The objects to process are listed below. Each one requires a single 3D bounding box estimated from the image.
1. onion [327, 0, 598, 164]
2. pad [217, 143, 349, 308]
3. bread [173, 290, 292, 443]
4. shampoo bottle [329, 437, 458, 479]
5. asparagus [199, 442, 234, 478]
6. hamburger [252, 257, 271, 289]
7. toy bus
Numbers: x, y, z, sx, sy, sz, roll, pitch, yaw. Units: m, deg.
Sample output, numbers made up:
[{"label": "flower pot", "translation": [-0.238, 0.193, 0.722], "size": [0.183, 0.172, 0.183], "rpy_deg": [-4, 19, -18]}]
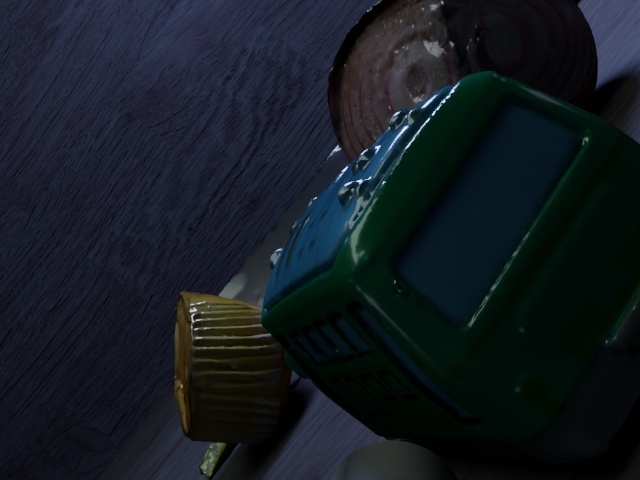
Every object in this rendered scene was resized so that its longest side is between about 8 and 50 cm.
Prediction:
[{"label": "onion", "translation": [0.159, -0.165, 1.052], "size": [0.230, 0.273, 0.256], "rpy_deg": [-18, 23, -38]}, {"label": "pad", "translation": [0.000, 0.000, 1.651], "size": [0.247, 0.007, 0.368], "rpy_deg": [26, 74, 47]}, {"label": "bread", "translation": [-0.122, 0.175, 1.376], "size": [0.288, 0.156, 0.204], "rpy_deg": [166, 107, -76]}, {"label": "shampoo bottle", "translation": [0.037, 0.190, 0.522], "size": [0.092, 0.092, 0.303], "rpy_deg": [-51, 7, 17]}, {"label": "asparagus", "translation": [-0.138, 0.292, 1.544], "size": [0.178, 0.041, 0.045], "rpy_deg": [-55, -2, -17]}, {"label": "hamburger", "translation": [-0.072, 0.099, 1.785], "size": [0.215, 0.122, 0.189], "rpy_deg": [-54, 7, 32]}, {"label": "toy bus", "translation": [0.078, 0.030, 0.659], "size": [0.184, 0.199, 0.343], "rpy_deg": [-55, 5, -17]}]
